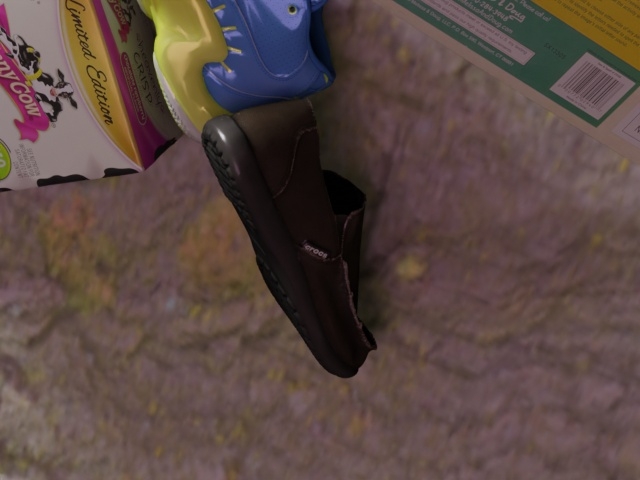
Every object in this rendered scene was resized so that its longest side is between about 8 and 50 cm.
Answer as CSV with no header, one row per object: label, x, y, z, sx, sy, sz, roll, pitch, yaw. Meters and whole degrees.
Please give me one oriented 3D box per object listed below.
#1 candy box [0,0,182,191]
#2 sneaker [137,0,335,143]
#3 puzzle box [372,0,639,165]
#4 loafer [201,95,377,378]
candy box,-0.224,-0.112,1.256,0.233,0.071,0.159,-8,111,23
sneaker,-0.062,-0.178,1.166,0.126,0.091,0.240,-17,115,14
puzzle box,0.251,-0.138,0.988,0.409,0.052,0.272,29,125,-23
loafer,0.000,0.000,1.205,0.078,0.080,0.220,-30,133,-7
